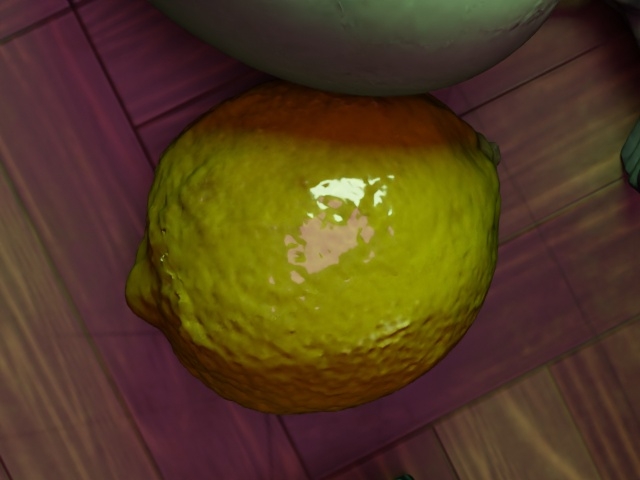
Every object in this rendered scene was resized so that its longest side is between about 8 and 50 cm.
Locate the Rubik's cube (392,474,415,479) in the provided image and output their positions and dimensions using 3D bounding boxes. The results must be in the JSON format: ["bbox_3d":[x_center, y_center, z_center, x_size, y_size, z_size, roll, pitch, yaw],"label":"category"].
[{"bbox_3d":[0.029,0.261,0.951,0.167,0.180,0.183,-26,93,-5],"label":"Rubik's cube"}]

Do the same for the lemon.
[{"bbox_3d":[0.000,0.000,0.932,0.231,0.192,0.192,-22,94,-3],"label":"lemon"}]

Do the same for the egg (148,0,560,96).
[{"bbox_3d":[-0.012,-0.242,0.861,0.276,0.276,0.389,-34,62,-4],"label":"egg"}]

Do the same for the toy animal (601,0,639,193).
[{"bbox_3d":[0.199,-0.182,0.981,0.185,0.122,0.298,-14,95,-5],"label":"toy animal"}]
